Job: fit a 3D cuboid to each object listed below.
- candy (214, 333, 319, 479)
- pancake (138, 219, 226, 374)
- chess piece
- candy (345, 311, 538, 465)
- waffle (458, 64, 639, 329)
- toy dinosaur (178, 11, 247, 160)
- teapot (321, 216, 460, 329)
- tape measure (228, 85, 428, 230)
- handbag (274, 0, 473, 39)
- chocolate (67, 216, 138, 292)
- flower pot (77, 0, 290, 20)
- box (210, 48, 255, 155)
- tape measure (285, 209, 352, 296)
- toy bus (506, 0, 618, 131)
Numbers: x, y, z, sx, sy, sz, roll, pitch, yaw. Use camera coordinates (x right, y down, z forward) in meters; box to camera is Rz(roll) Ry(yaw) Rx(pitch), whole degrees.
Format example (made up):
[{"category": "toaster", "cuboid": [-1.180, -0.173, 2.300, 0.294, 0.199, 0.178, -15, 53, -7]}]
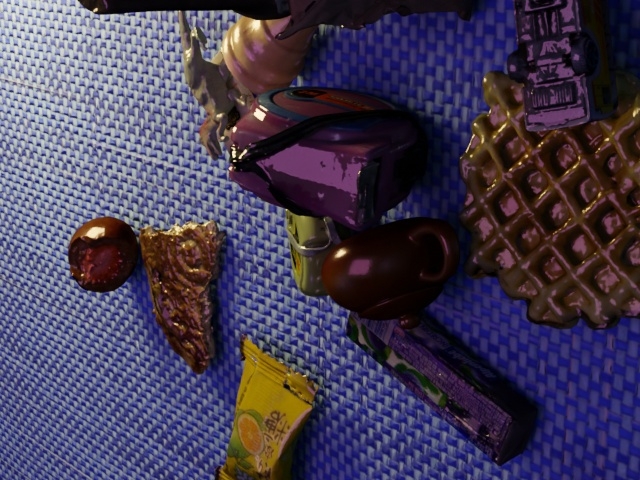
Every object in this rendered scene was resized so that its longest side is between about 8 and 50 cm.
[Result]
[{"category": "candy", "cuboid": [-0.091, 0.313, 1.885, 0.187, 0.081, 0.297, 29, 122, 38]}, {"category": "pancake", "cuboid": [-0.210, 0.065, 1.985, 0.244, 0.057, 0.266, -47, 70, 36]}, {"category": "chess piece", "cuboid": [0.015, -0.341, 1.547, 0.397, 0.117, 0.117, -39, 72, 45]}, {"category": "candy", "cuboid": [0.153, 0.169, 1.580, 0.312, 0.061, 0.088, 40, 130, 35]}, {"category": "waffle", "cuboid": [0.284, -0.054, 1.356, 0.297, 0.073, 0.317, 12, 103, 40]}, {"category": "toy dinosaur", "cuboid": [-0.181, -0.258, 1.794, 0.242, 0.053, 0.167, 59, 142, 7]}, {"category": "teapot", "cuboid": [0.105, 0.043, 1.497, 0.252, 0.178, 0.135, -31, 79, 59]}, {"category": "tape measure", "cuboid": [0.006, -0.106, 1.521, 0.231, 0.245, 0.149, 16, 114, 28]}, {"category": "handbag", "cuboid": [0.071, -0.318, 1.383, 0.117, 0.270, 0.182, -111, 14, -50]}, {"category": "chocolate", "cuboid": [-0.374, 0.018, 2.090, 0.133, 0.124, 0.127, -27, 63, 30]}, {"category": "flower pot", "cuboid": [-0.198, -0.421, 1.432, 0.379, 0.251, 0.379, 40, 145, 36]}, {"category": "box", "cuboid": [-0.133, -0.199, 1.818, 0.090, 0.024, 0.167, -40, 71, 46]}, {"category": "tape measure", "cuboid": [0.000, 0.000, 1.650, 0.177, 0.087, 0.154, -111, 19, -63]}, {"category": "toy bus", "cuboid": [0.252, -0.250, 1.251, 0.092, 0.106, 0.268, -6, 90, 38]}]
